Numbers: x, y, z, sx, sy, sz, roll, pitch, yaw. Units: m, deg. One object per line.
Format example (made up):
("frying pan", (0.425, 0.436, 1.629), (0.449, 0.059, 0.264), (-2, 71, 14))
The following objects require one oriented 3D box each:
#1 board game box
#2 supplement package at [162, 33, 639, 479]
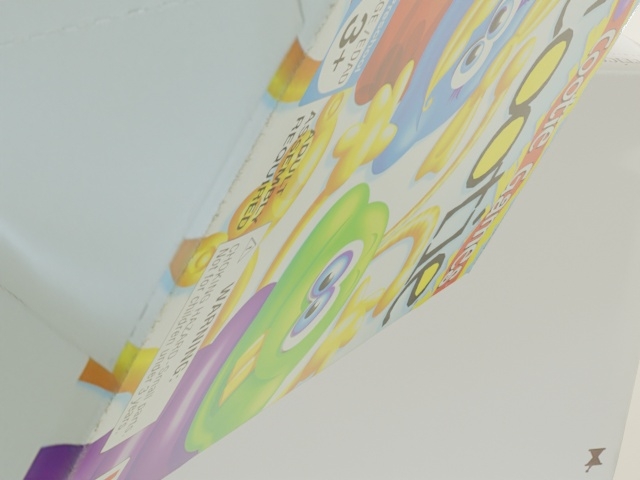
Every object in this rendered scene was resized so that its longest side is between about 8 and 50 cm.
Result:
("board game box", (-0.029, -0.055, 0.463), (0.144, 0.275, 0.142), (35, -67, 13))
("supplement package", (0.000, 0.000, 0.831), (0.145, 0.262, 0.204), (-136, -130, -56))
